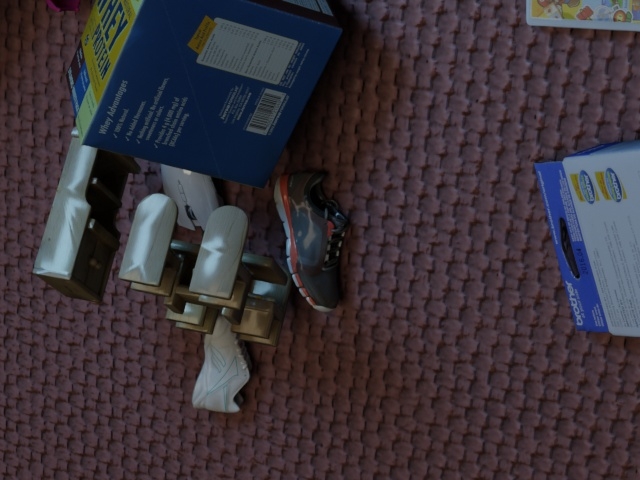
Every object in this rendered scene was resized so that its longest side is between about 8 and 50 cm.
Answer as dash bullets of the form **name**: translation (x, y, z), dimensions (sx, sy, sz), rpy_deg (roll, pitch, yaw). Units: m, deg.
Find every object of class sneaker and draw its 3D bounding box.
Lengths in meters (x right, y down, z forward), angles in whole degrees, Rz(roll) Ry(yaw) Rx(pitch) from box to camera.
- **sneaker**: translation (0.000, 0.000, 1.624), dimensions (0.064, 0.061, 0.158), rpy_deg (-13, 101, 24)
- **sneaker**: translation (-0.104, 0.129, 1.732), dimensions (0.061, 0.054, 0.152), rpy_deg (15, 117, 7)

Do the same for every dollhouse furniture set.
- **dollhouse furniture set**: translation (-0.151, -0.009, 1.586), dimensions (0.242, 0.212, 0.161), rpy_deg (10, 75, 15)

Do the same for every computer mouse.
- **computer mouse**: translation (-0.145, -0.045, 1.695), dimensions (0.106, 0.042, 0.193), rpy_deg (-1, 106, 29)

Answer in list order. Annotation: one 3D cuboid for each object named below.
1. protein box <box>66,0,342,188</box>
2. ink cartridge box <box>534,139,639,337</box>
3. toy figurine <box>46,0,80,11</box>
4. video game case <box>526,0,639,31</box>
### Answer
- **protein box**: translation (-0.121, -0.186, 1.522), dimensions (0.200, 0.201, 0.136), rpy_deg (-62, 29, 28)
- **ink cartridge box**: translation (0.328, -0.002, 1.390), dimensions (0.311, 0.065, 0.186), rpy_deg (-3, 106, 59)
- **toy figurine**: translation (-0.237, -0.291, 1.636), dimensions (0.159, 0.130, 0.173), rpy_deg (30, 97, 27)
- **video game case**: translation (0.289, -0.304, 1.387), dimensions (0.206, 0.026, 0.227), rpy_deg (7, 110, 26)
